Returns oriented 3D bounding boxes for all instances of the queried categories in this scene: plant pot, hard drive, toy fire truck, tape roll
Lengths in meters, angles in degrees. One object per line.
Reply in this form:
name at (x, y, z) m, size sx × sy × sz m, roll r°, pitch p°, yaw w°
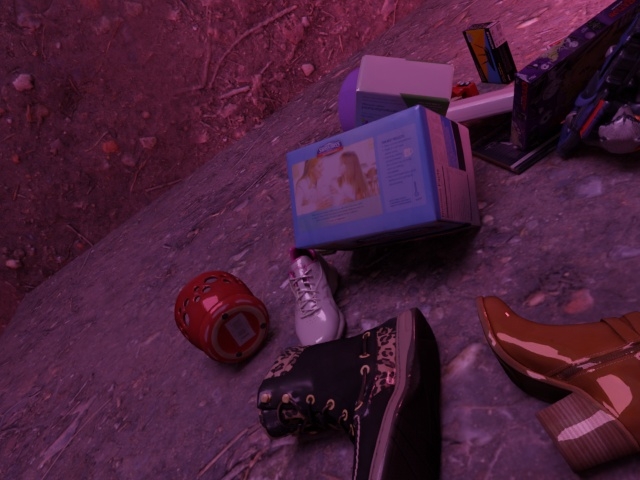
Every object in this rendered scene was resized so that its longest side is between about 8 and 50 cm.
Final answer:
plant pot at (-0.230, 0.186, 1.127) m, size 0.191 × 0.191 × 0.174 m, roll -44°, pitch 34°, yaw -13°
hard drive at (0.407, -0.353, 1.263) m, size 0.353 × 0.047 × 0.233 m, roll -6°, pitch 18°, yaw 35°
toy fire truck at (0.420, -0.440, 1.496) m, size 0.135 × 0.047 × 0.192 m, roll -42°, pitch 29°, yaw -12°
tape roll at (0.186, -0.402, 1.459) m, size 0.090 × 0.274 × 0.274 m, roll 4°, pitch 48°, yaw 51°

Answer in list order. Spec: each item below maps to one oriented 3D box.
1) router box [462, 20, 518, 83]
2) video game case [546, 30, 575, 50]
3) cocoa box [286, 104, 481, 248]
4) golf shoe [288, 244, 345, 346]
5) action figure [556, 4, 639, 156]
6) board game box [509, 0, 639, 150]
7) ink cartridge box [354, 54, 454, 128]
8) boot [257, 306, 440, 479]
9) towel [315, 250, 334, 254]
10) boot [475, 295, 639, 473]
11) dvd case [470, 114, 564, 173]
router box at (0.514, -0.566, 1.441) m, size 0.046 × 0.179 × 0.133 m, roll -36°, pitch 27°, yaw -4°
video game case at (0.747, -0.525, 1.281) m, size 0.204 × 0.025 × 0.285 m, roll -23°, pitch 31°, yaw 25°
cocoa box at (0.130, -0.113, 1.037) m, size 0.347 × 0.231 × 0.228 m, roll -12°, pitch -8°, yaw 38°
golf shoe at (-0.026, 0.121, 1.047) m, size 0.115 × 0.140 × 0.306 m, roll -28°, pitch 30°, yaw 12°
action figure at (0.608, -0.303, 0.898) m, size 0.179 × 0.341 × 0.330 m, roll 25°, pitch 66°, yaw 13°
board game box at (0.563, -0.369, 1.031) m, size 0.347 × 0.208 × 0.056 m, roll -37°, pitch 60°, yaw -4°
ink cartridge box at (0.186, -0.286, 1.134) m, size 0.202 × 0.278 × 0.117 m, roll 9°, pitch 65°, yaw 7°
boot at (0.031, 0.274, 0.744) m, size 0.284 × 0.138 × 0.377 m, roll -19°, pitch 29°, yaw 28°
towel at (0.000, 0.000, 1.320) m, size 0.148 × 0.027 × 0.110 m, roll -7°, pitch 40°, yaw 43°
boot at (0.351, 0.132, 0.628) m, size 0.220 × 0.109 × 0.283 m, roll -33°, pitch 30°, yaw 9°
dvd case at (0.479, -0.242, 1.159) m, size 0.165 × 0.018 × 0.221 m, roll -35°, pitch 27°, yaw 1°
